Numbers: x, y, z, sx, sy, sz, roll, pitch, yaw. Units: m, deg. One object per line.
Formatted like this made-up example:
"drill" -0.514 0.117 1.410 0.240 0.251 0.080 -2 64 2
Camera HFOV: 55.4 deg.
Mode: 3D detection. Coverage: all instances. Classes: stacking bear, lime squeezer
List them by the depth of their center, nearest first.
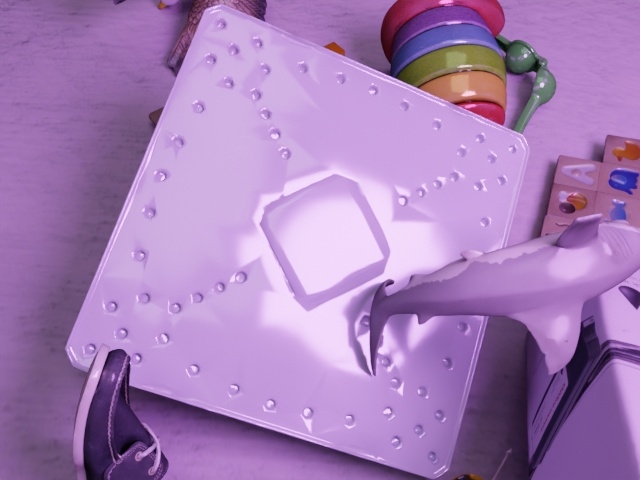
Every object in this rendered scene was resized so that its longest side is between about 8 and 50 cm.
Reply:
"stacking bear" 0.181 -0.181 0.822 0.175 0.164 0.289 -19 69 27
"lime squeezer" 0.297 -0.254 0.944 0.110 0.059 0.310 -20 59 19

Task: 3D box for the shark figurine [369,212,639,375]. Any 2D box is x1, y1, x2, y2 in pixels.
"shark figurine" 0.151 0.058 0.510 0.278 0.166 0.116 -18 79 16

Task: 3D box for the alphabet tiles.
"alphabet tiles" 0.464 -0.014 0.767 0.343 0.011 0.285 14 57 16

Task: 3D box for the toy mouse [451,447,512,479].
"toy mouse" 0.151 0.306 0.592 0.161 0.031 0.143 -24 75 -12

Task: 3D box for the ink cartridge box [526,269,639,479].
"ink cartridge box" 0.341 0.181 0.510 0.286 0.166 0.395 20 30 8

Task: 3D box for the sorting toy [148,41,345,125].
"sorting toy" -0.057 -0.173 0.871 0.307 0.041 0.229 -31 61 -21

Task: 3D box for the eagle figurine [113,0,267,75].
"eagle figurine" -0.186 -0.411 0.923 0.226 0.225 0.298 7 47 -12

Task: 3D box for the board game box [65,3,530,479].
"board game box" 0.000 0.000 0.642 0.390 0.050 0.389 21 77 -11

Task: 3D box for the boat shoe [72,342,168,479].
"boat shoe" -0.173 0.182 0.539 0.079 0.233 0.084 6 33 -7
